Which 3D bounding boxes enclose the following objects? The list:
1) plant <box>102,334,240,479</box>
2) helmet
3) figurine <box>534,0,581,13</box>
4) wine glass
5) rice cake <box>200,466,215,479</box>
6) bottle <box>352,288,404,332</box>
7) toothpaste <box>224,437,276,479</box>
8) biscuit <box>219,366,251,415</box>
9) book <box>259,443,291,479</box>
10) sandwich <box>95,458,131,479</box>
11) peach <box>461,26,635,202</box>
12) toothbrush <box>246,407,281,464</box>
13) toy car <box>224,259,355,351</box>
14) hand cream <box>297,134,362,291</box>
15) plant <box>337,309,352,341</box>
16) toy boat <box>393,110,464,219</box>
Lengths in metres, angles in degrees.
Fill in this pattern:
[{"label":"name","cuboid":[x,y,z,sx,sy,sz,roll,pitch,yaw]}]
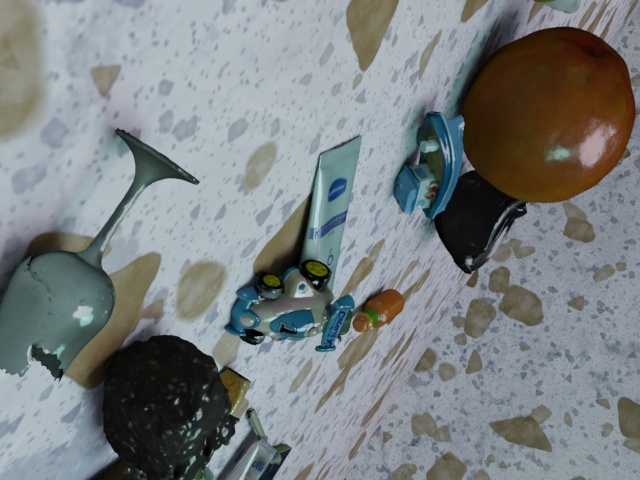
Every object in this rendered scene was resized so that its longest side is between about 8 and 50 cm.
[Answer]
[{"label":"plant","cuboid":[-0.171,0.205,0.734,0.142,0.131,0.203,-49,160,-34]},{"label":"helmet","cuboid":[0.376,-0.055,1.599,0.225,0.177,0.305,-46,165,-17]},{"label":"figurine","cuboid":[0.436,-0.497,1.138,0.263,0.142,0.189,-40,130,-43]},{"label":"wine glass","cuboid":[-0.179,0.014,0.504,0.195,0.079,0.079,-58,161,-4]},{"label":"rice cake","cuboid":[-0.270,0.408,0.898,0.336,0.066,0.063,-30,155,-52]},{"label":"bottle","cuboid":[0.128,0.166,1.496,0.187,0.069,0.069,-21,139,-57]},{"label":"toothpaste","cuboid":[-0.197,0.519,1.232,0.323,0.066,0.100,-51,148,-17]},{"label":"biscuit","cuboid":[-0.168,0.278,0.959,0.188,0.052,0.056,-56,171,-17]},{"label":"book","cuboid":[-0.172,0.581,1.453,0.269,0.025,0.191,-58,160,0]},{"label":"sandwich","cuboid":[-0.257,0.342,0.792,0.244,0.088,0.090,-28,145,-54]},{"label":"peach","cuboid":[0.445,-0.247,1.262,0.343,0.343,0.301,-37,169,-46]},{"label":"toothbrush","cuboid":[-0.114,0.391,1.289,0.294,0.028,0.026,76,31,-53]},{"label":"toy car","cuboid":[-0.040,0.105,0.912,0.161,0.098,0.126,-7,128,-45]},{"label":"hand cream","cuboid":[0.000,0.000,0.983,0.109,0.067,0.320,-32,141,-49]},{"label":"plant","cuboid":[0.033,0.173,1.301,0.051,0.051,0.102,-42,160,-39]},{"label":"toy boat","cuboid":[0.189,-0.136,1.160,0.098,0.109,0.238,-13,144,-15]}]
